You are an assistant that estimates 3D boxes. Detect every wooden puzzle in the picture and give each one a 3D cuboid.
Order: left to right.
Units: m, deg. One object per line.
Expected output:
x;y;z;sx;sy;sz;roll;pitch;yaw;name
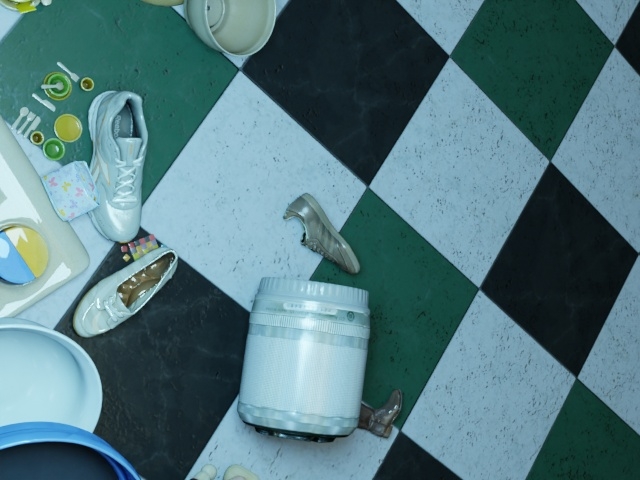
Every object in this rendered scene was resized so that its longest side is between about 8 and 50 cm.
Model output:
-0.571;-0.006;1.540;0.348;0.080;0.322;-37;107;-26;wooden puzzle
-0.308;0.020;1.737;0.083;0.006;0.049;-24;101;-29;wooden puzzle

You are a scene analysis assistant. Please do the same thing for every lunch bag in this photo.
-0.409;-0.080;1.633;0.071;0.053;0.083;-26;86;14;lunch bag

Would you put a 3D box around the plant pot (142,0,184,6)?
-0.281;-0.536;1.753;0.236;0.032;0.236;1;87;-31;plant pot

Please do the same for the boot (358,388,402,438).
0.100;0.329;1.958;0.114;0.037;0.106;24;74;-23;boot

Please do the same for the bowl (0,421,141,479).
-0.459;0.450;1.519;0.391;0.077;0.391;-11;118;-22;bowl

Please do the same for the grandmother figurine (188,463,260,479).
-0.206;0.481;1.638;0.342;0.104;0.207;2;78;-68;grandmother figurine

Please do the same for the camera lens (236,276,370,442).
-0.028;0.214;1.775;0.219;0.219;0.274;11;84;-30;camera lens

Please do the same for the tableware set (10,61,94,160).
-0.437;-0.216;1.657;0.104;0.024;0.154;39;70;-24;tableware set

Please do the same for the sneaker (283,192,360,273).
0.000;0.000;1.899;0.071;0.066;0.188;-38;103;-8;sneaker

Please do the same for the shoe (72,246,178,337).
-0.330;0.084;1.688;0.219;0.058;0.076;-42;107;-19;shoe

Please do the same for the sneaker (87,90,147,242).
-0.337;-0.126;1.658;0.099;0.121;0.262;-5;92;-30;sneaker

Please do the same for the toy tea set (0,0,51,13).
-0.397;-0.507;1.606;0.336;0.124;0.200;-23;99;-20;toy tea set

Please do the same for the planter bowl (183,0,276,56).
-0.173;-0.412;1.756;0.162;0.109;0.162;-15;112;-42;planter bowl

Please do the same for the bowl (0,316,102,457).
-0.498;0.231;1.520;0.298;0.134;0.297;-11;118;-23;bowl
